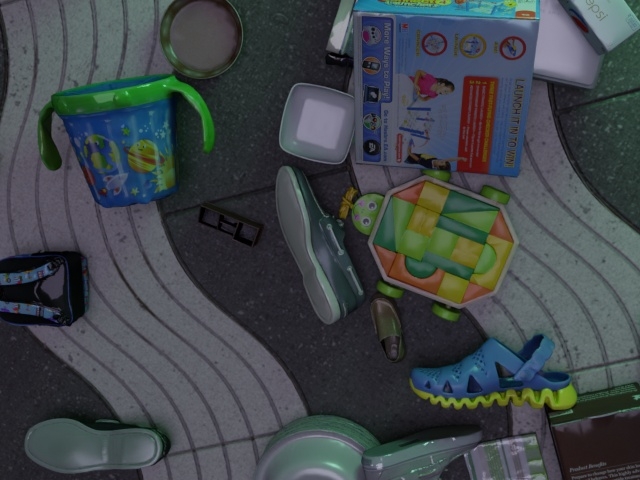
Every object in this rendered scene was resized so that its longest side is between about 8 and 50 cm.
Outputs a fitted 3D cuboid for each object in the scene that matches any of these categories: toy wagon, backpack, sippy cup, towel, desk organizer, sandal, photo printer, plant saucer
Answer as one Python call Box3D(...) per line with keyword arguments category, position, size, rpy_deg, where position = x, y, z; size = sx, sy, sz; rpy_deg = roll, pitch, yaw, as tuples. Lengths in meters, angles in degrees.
Box3D(category="toy wagon", position=(0.196, -0.009, 1.527), size=(0.345, 0.068, 0.267), rpy_deg=(21, 101, 4))
Box3D(category="backpack", position=(-0.579, 0.097, 1.630), size=(0.173, 0.117, 0.158), rpy_deg=(-2, 98, 8))
Box3D(category="sippy cup", position=(-0.370, -0.187, 1.515), size=(0.306, 0.240, 0.224), rpy_deg=(10, 116, 45))
Box3D(category="towel", position=(0.371, 0.453, 1.595), size=(0.152, 0.023, 0.113), rpy_deg=(-15, 97, 10))
Box3D(category="desk organizer", position=(-0.182, -0.031, 1.587), size=(0.130, 0.050, 0.047), rpy_deg=(22, 101, 5))
Box3D(category="sandal", position=(0.329, 0.248, 1.527), size=(0.318, 0.126, 0.138), rpy_deg=(-2, 97, -1))
Box3D(category="photo printer", position=(0.401, -0.443, 1.412), size=(0.256, 0.107, 0.307), rpy_deg=(14, 100, 6))
Box3D(category="plant saucer", position=(-0.230, -0.400, 1.550), size=(0.169, 0.029, 0.168), rpy_deg=(1, 99, 9))

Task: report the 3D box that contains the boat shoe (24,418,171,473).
Box3D(category="boat shoe", position=(-0.469, 0.436, 1.678), size=(0.303, 0.091, 0.114), rpy_deg=(6, 80, 9))

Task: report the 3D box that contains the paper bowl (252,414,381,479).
Box3D(category="paper bowl", position=(0.002, 0.508, 1.594), size=(0.284, 0.148, 0.284), rpy_deg=(1, 100, 8))

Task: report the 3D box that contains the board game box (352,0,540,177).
Box3D(category="board game box", position=(0.213, -0.271, 1.396), size=(0.302, 0.086, 0.308), rpy_deg=(6, 130, 11))

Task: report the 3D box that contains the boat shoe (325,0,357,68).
Box3D(category="boat shoe", position=(0.127, -0.469, 1.452), size=(0.158, 0.127, 0.340), rpy_deg=(17, 108, -1))

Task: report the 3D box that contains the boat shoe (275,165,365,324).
Box3D(category="boat shoe", position=(0.000, 0.000, 1.557), size=(0.099, 0.116, 0.319), rpy_deg=(-19, 91, -26))

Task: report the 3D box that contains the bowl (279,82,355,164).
Box3D(category="bowl", position=(-0.002, -0.225, 1.531), size=(0.142, 0.053, 0.141), rpy_deg=(15, 100, 5))

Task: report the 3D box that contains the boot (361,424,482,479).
Box3D(category="boot", position=(0.205, 0.445, 1.544), size=(0.258, 0.095, 0.123), rpy_deg=(-10, 93, -18))

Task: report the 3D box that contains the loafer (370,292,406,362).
Box3D(category="loafer", position=(0.137, 0.175, 1.572), size=(0.056, 0.050, 0.148), rpy_deg=(-19, 96, 10))

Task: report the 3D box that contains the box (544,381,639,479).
Box3D(category="box", position=(0.567, 0.484, 1.515), size=(0.191, 0.143, 0.381), rpy_deg=(-14, 98, 10))

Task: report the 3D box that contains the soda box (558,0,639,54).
Box3D(category="soda box", position=(0.436, -0.415, 1.319), size=(0.069, 0.074, 0.216), rpy_deg=(-37, 93, 10))
